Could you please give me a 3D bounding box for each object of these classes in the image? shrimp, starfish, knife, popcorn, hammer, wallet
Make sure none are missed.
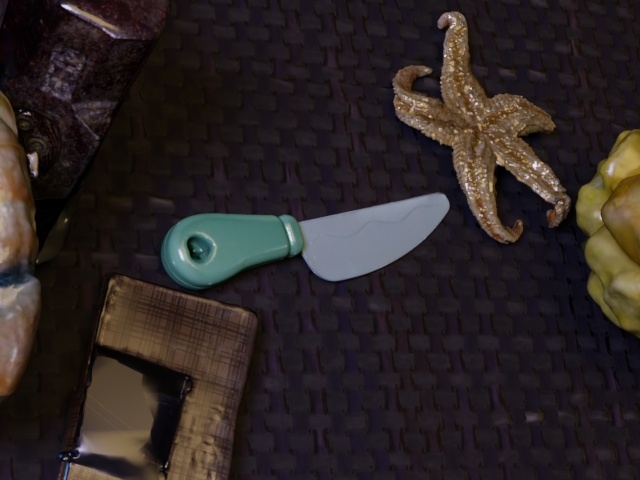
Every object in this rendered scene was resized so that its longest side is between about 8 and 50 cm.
[{"bbox_3d":[-0.282,-0.042,0.853,0.085,0.247,0.360,-7,59,-50],"label":"shrimp"},{"bbox_3d":[0.139,-0.101,1.151,0.150,0.053,0.210,-3,69,-29],"label":"starfish"},{"bbox_3d":[0.000,0.002,1.063,0.260,0.034,0.063,-7,76,-29],"label":"knife"},{"bbox_3d":[0.345,-0.008,1.112,0.286,0.215,0.252,-35,79,-34],"label":"popcorn"},{"bbox_3d":[-0.157,-0.192,0.997,0.095,0.242,0.409,23,45,-11],"label":"hammer"},{"bbox_3d":[-0.116,0.141,0.947,0.124,0.042,0.230,18,65,-19],"label":"wallet"}]
